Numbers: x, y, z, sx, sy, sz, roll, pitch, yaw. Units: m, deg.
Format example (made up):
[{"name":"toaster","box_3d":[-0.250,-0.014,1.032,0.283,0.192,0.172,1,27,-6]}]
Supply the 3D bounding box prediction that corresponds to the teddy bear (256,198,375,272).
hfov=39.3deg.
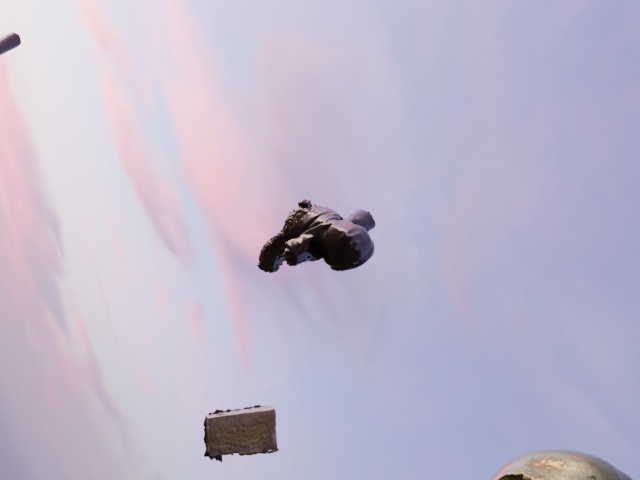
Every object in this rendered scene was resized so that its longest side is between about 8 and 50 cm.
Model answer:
[{"name":"teddy bear","box_3d":[-0.004,-0.008,0.999,0.160,0.119,0.078,5,-63,55]}]

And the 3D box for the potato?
[{"name":"potato","box_3d":[-0.128,0.312,1.452,0.061,0.122,0.086,136,-51,-71]}]

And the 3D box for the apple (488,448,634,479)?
[{"name":"apple","box_3d":[0.352,0.439,1.295,0.279,0.279,0.279,50,-27,38]}]

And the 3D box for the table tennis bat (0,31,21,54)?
[{"name":"table tennis bat","box_3d":[-0.432,-0.184,1.169,0.107,0.170,0.119,-6,-61,40]}]
